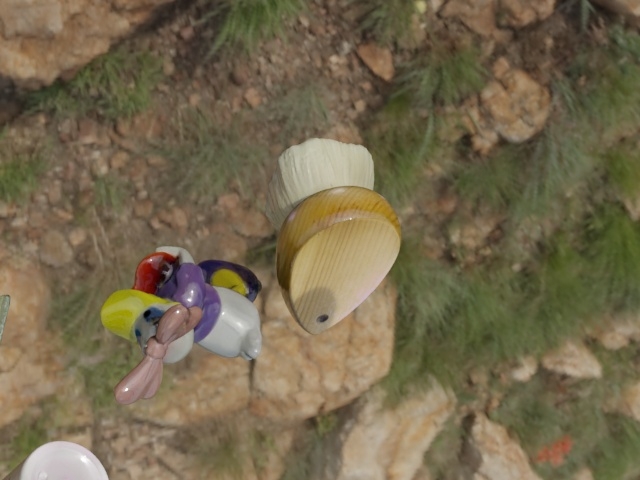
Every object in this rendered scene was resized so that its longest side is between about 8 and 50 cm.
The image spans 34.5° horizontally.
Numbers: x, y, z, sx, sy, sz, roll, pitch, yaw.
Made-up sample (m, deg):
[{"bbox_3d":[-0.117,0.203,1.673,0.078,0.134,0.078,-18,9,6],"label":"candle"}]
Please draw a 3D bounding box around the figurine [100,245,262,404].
[{"bbox_3d":[-0.181,0.111,1.402,0.154,0.193,0.421,-58,165,9],"label":"figurine"}]

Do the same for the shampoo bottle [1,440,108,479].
[{"bbox_3d":[-0.321,0.303,1.038,0.092,0.092,0.303,16,137,-35],"label":"shampoo bottle"}]

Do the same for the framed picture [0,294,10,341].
[{"bbox_3d":[-0.344,0.175,0.816,0.274,0.217,0.017,-29,134,35],"label":"framed picture"}]

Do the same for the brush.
[{"bbox_3d":[0.000,0.000,1.494,0.174,0.166,0.267,0,133,-26],"label":"brush"}]
